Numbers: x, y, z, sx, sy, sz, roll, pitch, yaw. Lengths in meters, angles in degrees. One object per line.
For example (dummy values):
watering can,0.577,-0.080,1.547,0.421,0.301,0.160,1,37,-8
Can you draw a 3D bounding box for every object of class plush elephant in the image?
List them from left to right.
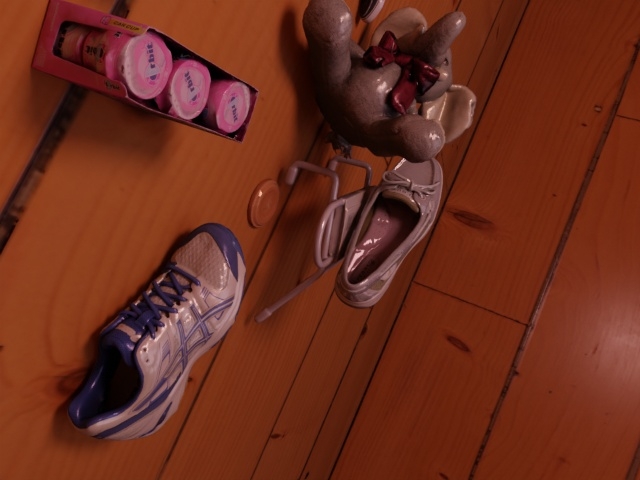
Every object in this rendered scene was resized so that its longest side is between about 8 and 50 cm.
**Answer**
plush elephant,0.134,-0.269,0.870,0.255,0.271,0.330,-40,179,-9

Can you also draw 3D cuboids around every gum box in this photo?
gum box,-0.154,-0.151,0.494,0.188,0.107,0.062,4,106,-68

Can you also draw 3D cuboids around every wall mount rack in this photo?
wall mount rack,0.000,0.000,0.995,0.350,0.131,0.303,-28,131,-66

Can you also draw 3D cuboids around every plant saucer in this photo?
plant saucer,-0.091,-0.060,0.872,0.083,0.013,0.083,-50,152,-39

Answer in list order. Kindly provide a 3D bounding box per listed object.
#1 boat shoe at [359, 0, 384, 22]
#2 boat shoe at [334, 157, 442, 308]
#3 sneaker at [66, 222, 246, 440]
boat shoe,0.097,-0.454,0.922,0.040,0.049,0.142,13,109,-34
boat shoe,0.124,-0.033,0.920,0.320,0.118,0.103,-56,166,-17
sneaker,-0.192,0.108,0.647,0.296,0.112,0.131,-66,159,-8
